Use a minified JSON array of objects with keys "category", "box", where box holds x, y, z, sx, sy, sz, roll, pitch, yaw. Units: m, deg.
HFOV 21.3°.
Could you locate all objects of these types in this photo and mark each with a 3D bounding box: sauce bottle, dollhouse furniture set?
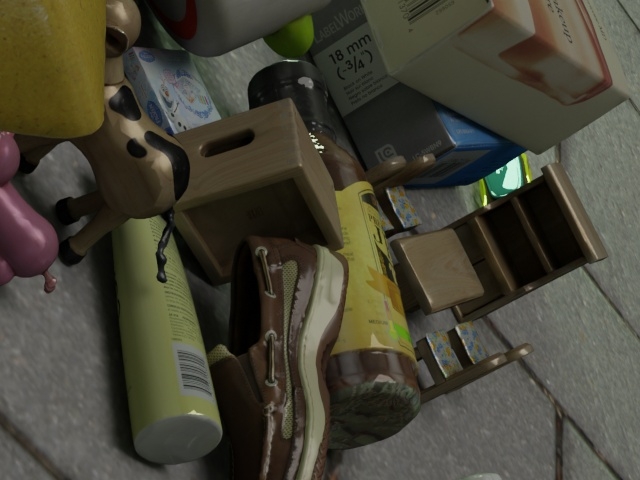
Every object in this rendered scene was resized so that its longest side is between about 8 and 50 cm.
[{"category":"sauce bottle","box":[0.000,0.000,1.412,0.111,0.111,0.344,30,40,-48]},{"category":"dollhouse furniture set","box":[0.150,0.014,1.621,0.212,0.161,0.242,64,25,7]}]

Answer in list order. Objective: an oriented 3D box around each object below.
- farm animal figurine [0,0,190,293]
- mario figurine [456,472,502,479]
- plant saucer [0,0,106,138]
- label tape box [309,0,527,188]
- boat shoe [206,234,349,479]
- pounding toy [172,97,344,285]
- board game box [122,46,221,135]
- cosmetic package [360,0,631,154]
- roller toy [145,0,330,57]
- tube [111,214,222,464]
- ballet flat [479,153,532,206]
[{"category":"farm animal figurine","box":[-0.218,-0.143,1.080,0.330,0.172,0.327,12,52,-58]},{"category":"mario figurine","box":[0.114,0.266,1.261,0.198,0.170,0.320,35,-5,41]},{"category":"plant saucer","box":[-0.271,-0.235,0.942,0.332,0.081,0.333,8,57,-18]},{"category":"label tape box","box":[0.079,-0.223,1.809,0.240,0.106,0.334,-6,68,-63]},{"category":"boat shoe","box":[-0.049,0.109,1.231,0.095,0.095,0.257,21,51,-18]},{"category":"pounding toy","box":[-0.072,-0.048,1.320,0.130,0.141,0.100,62,15,-50]},{"category":"board game box","box":[-0.121,-0.118,1.419,0.090,0.020,0.090,-8,70,-63]},{"category":"cosmetic package","box":[0.174,-0.211,1.696,0.296,0.129,0.153,19,46,-54]},{"category":"roller toy","box":[-0.088,-0.258,1.420,0.209,0.146,0.191,55,-20,24]},{"category":"tube","box":[-0.118,0.045,1.212,0.062,0.070,0.240,5,49,-23]},{"category":"ballet flat","box":[0.216,-0.023,1.900,0.231,0.077,0.077,-81,152,-56]}]
